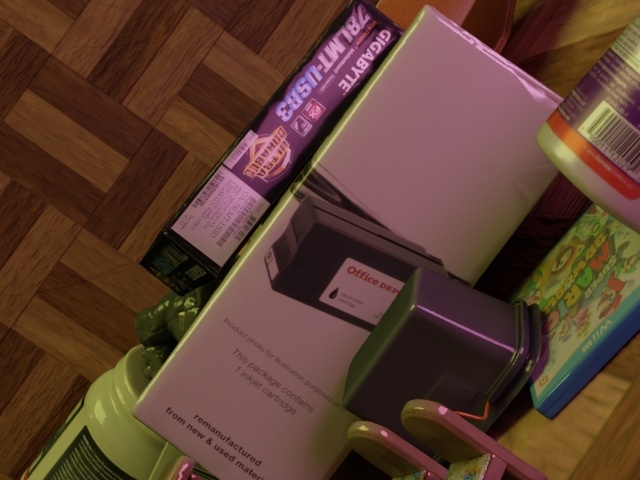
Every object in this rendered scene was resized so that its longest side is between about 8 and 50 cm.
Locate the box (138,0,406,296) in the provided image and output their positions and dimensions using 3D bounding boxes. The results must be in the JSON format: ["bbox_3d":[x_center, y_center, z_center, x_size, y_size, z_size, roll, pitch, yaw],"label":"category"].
[{"bbox_3d":[-0.059,-0.082,1.061,0.293,0.073,0.295,-51,6,-15],"label":"box"}]

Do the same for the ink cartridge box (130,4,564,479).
[{"bbox_3d":[0.035,0.012,0.920,0.395,0.166,0.285,-53,1,5],"label":"ink cartridge box"}]

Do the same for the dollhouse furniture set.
[{"bbox_3d":[-0.020,0.208,0.638,0.212,0.161,0.242,-60,12,-31],"label":"dollhouse furniture set"}]

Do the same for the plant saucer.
[{"bbox_3d":[0.164,-0.257,1.263,0.333,0.081,0.333,-60,-17,-24],"label":"plant saucer"}]

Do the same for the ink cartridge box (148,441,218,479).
[{"bbox_3d":[-0.203,0.410,1.137,0.308,0.091,0.385,-68,0,-51],"label":"ink cartridge box"}]

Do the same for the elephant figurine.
[{"bbox_3d":[-0.109,0.105,1.329,0.186,0.169,0.239,-13,4,38],"label":"elephant figurine"}]

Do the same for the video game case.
[{"bbox_3d":[0.179,0.036,0.709,0.119,0.015,0.166,-51,11,19],"label":"video game case"}]

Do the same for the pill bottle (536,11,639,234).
[{"bbox_3d":[0.235,-0.103,0.641,0.193,0.108,0.108,-50,11,19],"label":"pill bottle"}]

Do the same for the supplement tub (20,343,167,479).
[{"bbox_3d":[-0.256,0.288,1.365,0.272,0.191,0.191,-50,11,22],"label":"supplement tub"}]

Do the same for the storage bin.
[{"bbox_3d":[0.078,0.091,0.724,0.135,0.091,0.098,-59,7,31],"label":"storage bin"}]

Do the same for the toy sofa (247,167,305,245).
[{"bbox_3d":[0.000,0.000,1.353,0.150,0.177,0.362,-31,7,-8],"label":"toy sofa"}]
